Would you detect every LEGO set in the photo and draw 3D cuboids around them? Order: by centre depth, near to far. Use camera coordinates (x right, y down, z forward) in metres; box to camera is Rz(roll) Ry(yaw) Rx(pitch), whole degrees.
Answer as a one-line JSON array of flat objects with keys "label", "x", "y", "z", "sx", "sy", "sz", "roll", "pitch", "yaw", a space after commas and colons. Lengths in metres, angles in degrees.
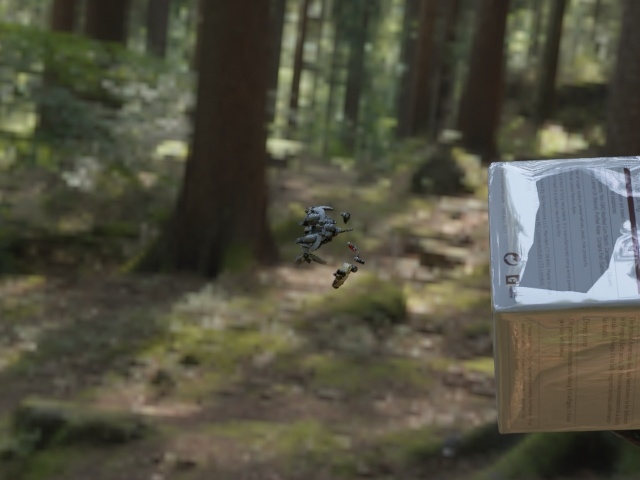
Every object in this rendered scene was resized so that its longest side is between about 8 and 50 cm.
[{"label": "LEGO set", "x": 0.002, "y": -0.001, "z": 1.333, "sx": 0.023, "sy": 0.054, "sz": 0.083, "roll": 35, "pitch": -3, "yaw": -41}]

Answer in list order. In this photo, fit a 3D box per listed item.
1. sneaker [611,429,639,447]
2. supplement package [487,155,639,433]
[{"label": "sneaker", "x": 0.440, "y": 0.085, "z": 1.423, "sx": 0.447, "sy": 0.169, "sz": 0.257, "roll": -11, "pitch": -8, "yaw": 42}, {"label": "supplement package", "x": 0.177, "y": 0.027, "z": 0.922, "sx": 0.179, "sy": 0.105, "sz": 0.105, "roll": -2, "pitch": 47, "yaw": 5}]
